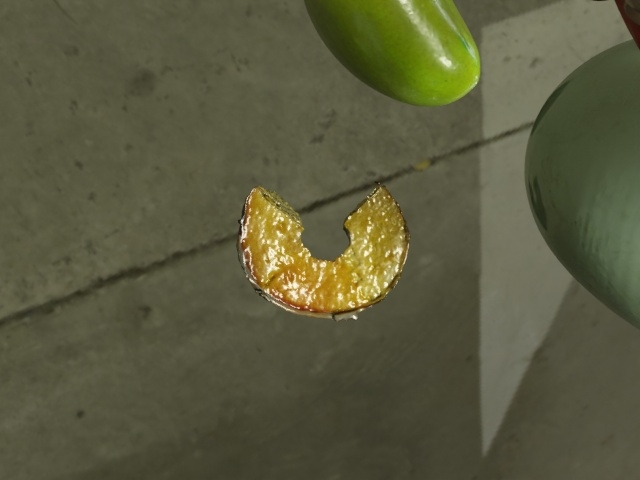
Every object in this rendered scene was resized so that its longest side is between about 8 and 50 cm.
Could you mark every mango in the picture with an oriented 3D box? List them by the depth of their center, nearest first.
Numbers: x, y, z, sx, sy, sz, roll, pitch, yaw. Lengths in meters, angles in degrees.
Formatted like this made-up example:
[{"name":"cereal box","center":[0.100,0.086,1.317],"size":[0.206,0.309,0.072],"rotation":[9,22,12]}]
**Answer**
[{"name":"mango","center":[0.076,-0.282,1.158],"size":[0.149,0.185,0.273],"rotation":[-39,106,-31]}]

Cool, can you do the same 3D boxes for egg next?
[{"name":"egg","center":[0.316,-0.017,0.630],"size":[0.230,0.371,0.230],"rotation":[-40,143,-39]}]

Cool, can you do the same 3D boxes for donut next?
[{"name":"donut","center":[0.002,0.011,0.995],"size":[0.181,0.078,0.146],"rotation":[-2,94,-3]}]

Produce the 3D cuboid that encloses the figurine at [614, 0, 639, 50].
[{"name":"figurine","center":[0.217,-0.117,0.445],"size":[0.208,0.257,0.181],"rotation":[-18,155,-12]}]
